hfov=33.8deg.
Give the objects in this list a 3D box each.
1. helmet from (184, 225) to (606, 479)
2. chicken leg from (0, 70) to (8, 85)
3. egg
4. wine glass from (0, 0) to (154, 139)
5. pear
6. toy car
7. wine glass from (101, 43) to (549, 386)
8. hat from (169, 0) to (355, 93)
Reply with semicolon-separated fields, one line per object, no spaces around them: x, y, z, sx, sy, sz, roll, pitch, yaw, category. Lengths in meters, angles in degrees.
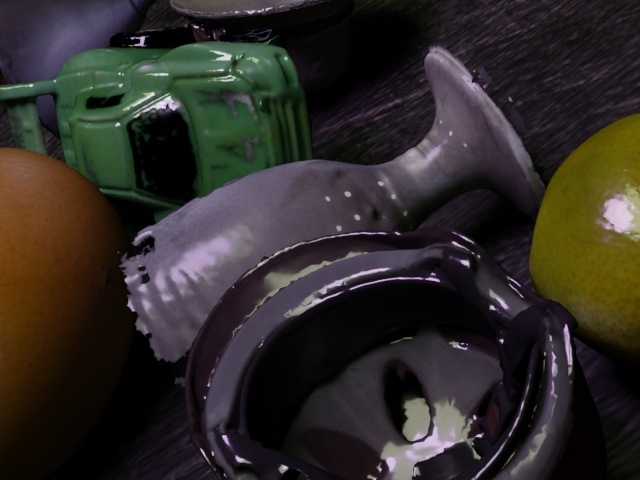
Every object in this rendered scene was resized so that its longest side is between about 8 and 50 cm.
0.058;0.127;0.687;0.225;0.177;0.305;-39;32;-10;helmet
-0.431;-0.346;1.721;0.322;0.083;0.177;-50;23;-13;chicken leg
-0.297;0.076;0.964;0.250;0.250;0.322;16;97;48;egg
-0.220;-0.334;1.380;0.406;0.267;0.267;-29;36;5;wine glass
0.250;0.009;0.692;0.216;0.166;0.180;15;44;11;pear
-0.163;-0.100;1.055;0.176;0.213;0.359;-19;20;-39;toy car
0.005;0.003;0.868;0.357;0.190;0.190;-32;36;1;wine glass
-0.034;-0.233;1.189;0.257;0.130;0.257;-9;24;4;hat
